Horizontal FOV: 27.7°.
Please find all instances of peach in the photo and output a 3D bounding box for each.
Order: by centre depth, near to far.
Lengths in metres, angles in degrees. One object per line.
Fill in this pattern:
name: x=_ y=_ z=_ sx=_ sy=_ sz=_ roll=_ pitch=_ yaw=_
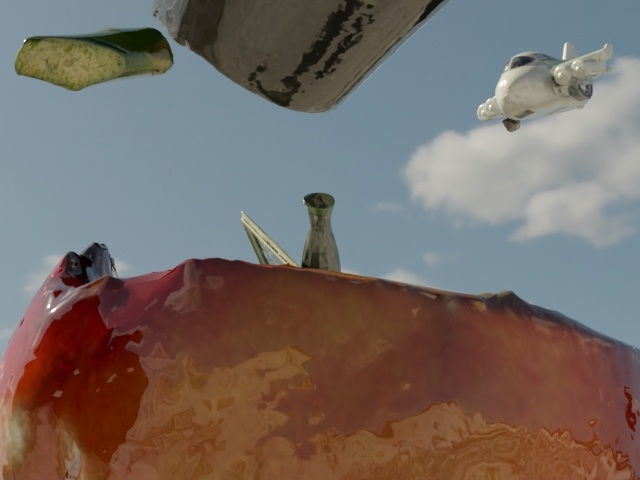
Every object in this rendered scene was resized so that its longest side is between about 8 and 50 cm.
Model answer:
peach: x=0.002 y=0.168 z=0.728 sx=0.406 sy=0.310 sz=0.335 roll=16 pitch=-11 yaw=-39

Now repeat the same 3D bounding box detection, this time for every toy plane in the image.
toy plane: x=0.256 y=-0.178 z=1.467 sx=0.174 sy=0.080 sz=0.174 roll=-20 pitch=-2 yaw=-1

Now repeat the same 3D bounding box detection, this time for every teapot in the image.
teapot: x=0.000 y=0.000 z=1.330 sx=0.042 sy=0.043 sz=0.111 roll=-7 pitch=-50 yaw=-7

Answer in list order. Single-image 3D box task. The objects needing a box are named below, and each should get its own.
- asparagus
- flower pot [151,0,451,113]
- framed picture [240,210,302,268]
asparagus: x=-0.167 y=-0.138 z=0.978 sx=0.041 sy=0.045 sz=0.178 roll=-10 pitch=7 yaw=23
flower pot: x=-0.021 y=-0.285 z=1.331 sx=0.379 sy=0.379 sz=0.251 roll=14 pitch=-64 yaw=-46
framed picture: x=-0.025 y=0.060 z=1.394 sx=0.011 sy=0.183 sz=0.142 roll=-32 pitch=-50 yaw=-13
